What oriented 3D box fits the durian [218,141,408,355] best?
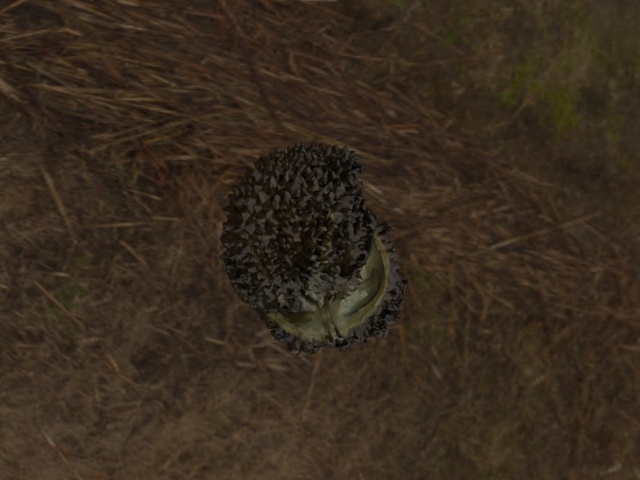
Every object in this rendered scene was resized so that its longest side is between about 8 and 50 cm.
[{"bbox_3d":[0.000,0.000,0.944,0.196,0.167,0.196,4,90,-79],"label":"durian"}]
